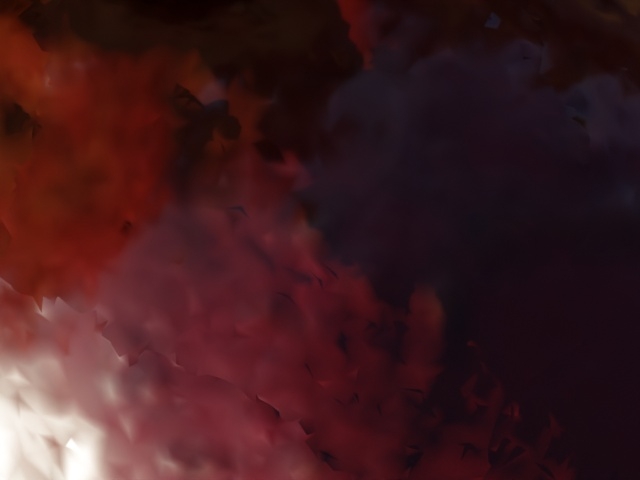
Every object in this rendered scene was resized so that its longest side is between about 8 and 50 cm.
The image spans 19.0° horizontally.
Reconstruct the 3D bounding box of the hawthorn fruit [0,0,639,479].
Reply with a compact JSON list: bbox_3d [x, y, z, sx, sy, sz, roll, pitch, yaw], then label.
[{"bbox_3d":[0.000,0.000,0.518,0.265,0.265,0.307,-29,134,10],"label":"hawthorn fruit"}]
